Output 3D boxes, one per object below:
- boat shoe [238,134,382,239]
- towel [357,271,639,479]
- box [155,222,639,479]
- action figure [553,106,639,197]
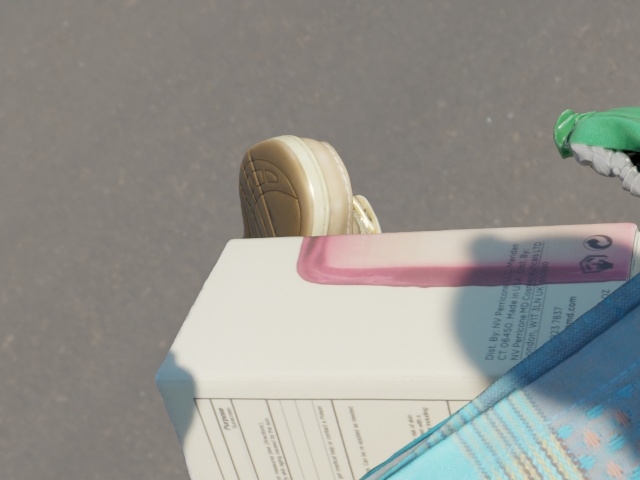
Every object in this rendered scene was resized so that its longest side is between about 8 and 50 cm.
[{"bbox_3d":[0.000,0.000,0.922,0.098,0.302,0.109,-15,70,-11],"label":"boat shoe"},{"bbox_3d":[0.194,0.181,0.466,0.271,0.040,0.370,-40,70,16],"label":"towel"},{"bbox_3d":[0.055,0.086,0.663,0.232,0.148,0.127,-2,35,20],"label":"box"},{"bbox_3d":[0.225,-0.044,0.736,0.137,0.063,0.232,-12,22,-33],"label":"action figure"}]
